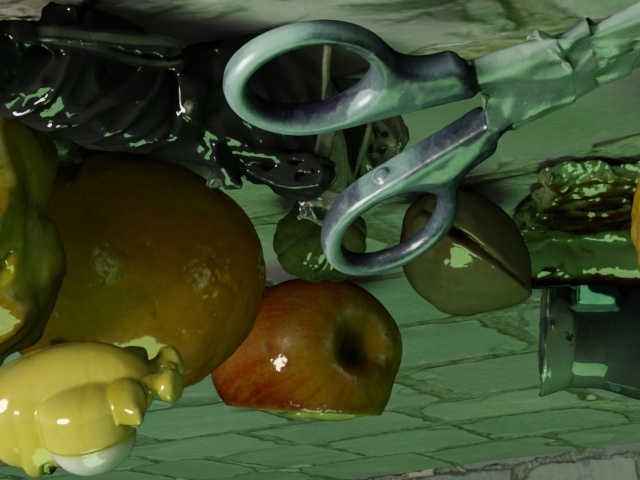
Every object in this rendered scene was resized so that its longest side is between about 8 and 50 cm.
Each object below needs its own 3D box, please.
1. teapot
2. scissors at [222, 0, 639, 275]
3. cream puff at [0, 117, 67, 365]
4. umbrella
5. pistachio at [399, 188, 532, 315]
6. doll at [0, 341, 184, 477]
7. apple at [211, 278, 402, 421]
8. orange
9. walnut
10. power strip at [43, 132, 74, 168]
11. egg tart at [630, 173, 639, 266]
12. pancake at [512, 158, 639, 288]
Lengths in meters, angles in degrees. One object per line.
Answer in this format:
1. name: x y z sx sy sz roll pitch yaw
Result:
1. teapot: 0.352 0.099 1.954 0.225 0.171 0.203 2 134 3
2. scissors: 0.145 -0.109 1.123 0.384 0.029 0.256 -23 142 10
3. cream puff: -0.296 -0.022 1.211 0.282 0.185 0.281 0 124 1
4. umbrella: -0.087 -0.090 1.170 0.358 0.113 0.106 12 157 -40
5. pistachio: 0.128 0.010 1.602 0.126 0.108 0.185 35 179 32
6. doll: -0.230 0.122 1.175 0.291 0.086 0.117 -12 -156 -2
7. apple: -0.014 0.121 1.885 0.195 0.160 0.173 10 156 -39
8. orange: -0.152 0.026 1.419 0.219 0.193 0.219 2 -156 -1
9. walnut: 0.000 0.000 1.600 0.092 0.092 0.092 -4 165 -1
10. power strip: -0.292 -0.058 1.389 0.227 0.029 0.080 -13 165 27
11. egg tart: 0.437 -0.040 1.262 0.443 0.178 0.443 5 146 3
12. pancake: 0.370 -0.022 1.647 0.427 0.066 0.305 -5 164 10
